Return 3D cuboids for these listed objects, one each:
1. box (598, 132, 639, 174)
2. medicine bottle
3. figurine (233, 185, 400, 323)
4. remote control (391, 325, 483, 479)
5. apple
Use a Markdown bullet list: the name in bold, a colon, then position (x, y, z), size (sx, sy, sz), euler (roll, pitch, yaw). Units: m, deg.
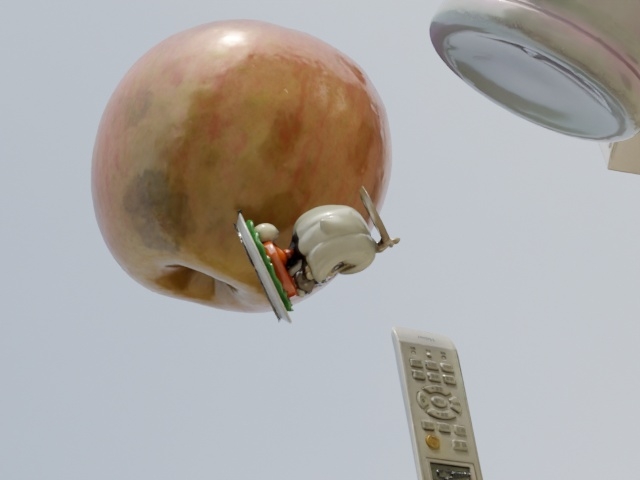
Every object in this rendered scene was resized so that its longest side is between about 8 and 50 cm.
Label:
- **box**: position (0.482, -0.159, 1.567), size (0.274, 0.203, 0.116), euler (9, -59, -3)
- **medicine bottle**: position (0.249, -0.264, 1.079), size (0.202, 0.202, 0.316), euler (39, -103, -46)
- **figurine**: position (0.000, 0.000, 1.335), size (0.154, 0.132, 0.132), euler (-25, -51, -2)
- **remote control**: position (0.169, 0.269, 1.901), size (0.109, 0.313, 0.055), euler (13, -41, -26)
- **apple**: position (-0.097, -0.080, 1.542), size (0.364, 0.364, 0.364), euler (-20, -58, -36)
